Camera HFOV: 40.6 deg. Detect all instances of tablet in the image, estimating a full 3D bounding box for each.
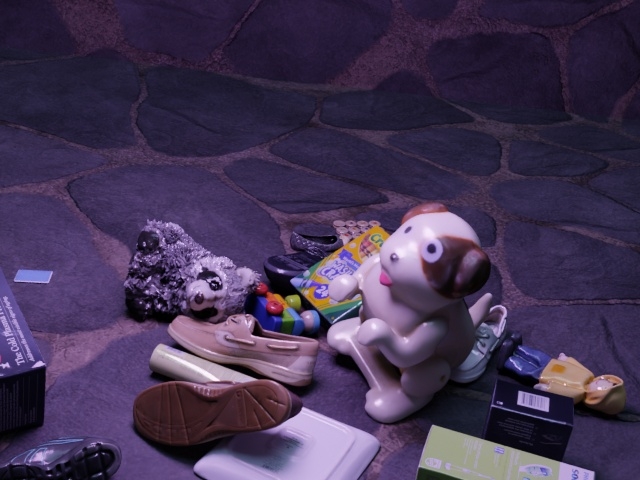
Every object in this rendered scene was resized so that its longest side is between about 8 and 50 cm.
[{"bbox_3d":[-0.709,0.089,2.138,0.083,0.006,0.054,3,29,-6],"label":"tablet"}]

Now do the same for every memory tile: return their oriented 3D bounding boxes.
[{"bbox_3d":[0.117,-0.030,2.534,0.147,0.012,0.113,-1,29,-14],"label":"memory tile"}]

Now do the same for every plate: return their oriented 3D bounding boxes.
[{"bbox_3d":[-0.057,0.403,1.664,0.277,0.045,0.278,19,31,21],"label":"plate"}]

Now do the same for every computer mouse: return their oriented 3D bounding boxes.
[{"bbox_3d":[-0.040,0.085,2.239,0.188,0.072,0.272,27,22,37],"label":"computer mouse"}]

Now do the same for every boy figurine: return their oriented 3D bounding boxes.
[{"bbox_3d":[0.536,0.306,1.928,0.285,0.092,0.177,23,29,33],"label":"boy figurine"}]

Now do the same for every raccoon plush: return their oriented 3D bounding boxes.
[{"bbox_3d":[-0.282,0.055,2.107,0.299,0.216,0.446,15,28,0],"label":"raccoon plush"}]

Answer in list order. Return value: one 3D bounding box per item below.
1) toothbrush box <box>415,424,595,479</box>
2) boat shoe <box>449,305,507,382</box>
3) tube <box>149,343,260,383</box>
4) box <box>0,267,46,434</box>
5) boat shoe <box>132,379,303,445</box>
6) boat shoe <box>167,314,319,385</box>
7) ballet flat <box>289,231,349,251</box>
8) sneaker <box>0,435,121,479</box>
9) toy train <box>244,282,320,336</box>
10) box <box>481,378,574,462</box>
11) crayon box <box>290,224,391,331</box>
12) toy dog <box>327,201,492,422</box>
[{"bbox_3d":[0.296,0.462,1.463,0.283,0.206,0.122,14,28,14],"label":"toothbrush box"},{"bbox_3d":[0.362,0.231,2.017,0.098,0.096,0.277,23,33,21],"label":"boat shoe"},{"bbox_3d":[-0.244,0.287,1.831,0.240,0.062,0.070,18,71,11],"label":"tube"},{"bbox_3d":[-0.731,0.216,1.650,0.312,0.179,0.343,-14,47,-32],"label":"box"},{"bbox_3d":[-0.197,0.327,1.671,0.341,0.123,0.123,-11,-14,21],"label":"boat shoe"},{"bbox_3d":[-0.167,0.213,1.890,0.341,0.110,0.121,16,9,10],"label":"boat shoe"},{"bbox_3d":[0.000,0.000,2.413,0.173,0.049,0.057,-2,30,-16],"label":"ballet flat"},{"bbox_3d":[-0.490,0.411,1.530,0.267,0.101,0.106,-10,10,-26],"label":"sneaker"},{"bbox_3d":[-0.113,0.149,2.072,0.143,0.105,0.248,1,27,-32],"label":"toy train"},{"bbox_3d":[0.400,0.375,1.695,0.155,0.158,0.093,13,30,11],"label":"box"},{"bbox_3d":[0.115,0.088,2.111,0.322,0.083,0.203,-32,41,-15],"label":"crayon box"},{"bbox_3d":[0.215,0.128,1.778,0.395,0.408,0.285,-9,46,-13],"label":"toy dog"}]
